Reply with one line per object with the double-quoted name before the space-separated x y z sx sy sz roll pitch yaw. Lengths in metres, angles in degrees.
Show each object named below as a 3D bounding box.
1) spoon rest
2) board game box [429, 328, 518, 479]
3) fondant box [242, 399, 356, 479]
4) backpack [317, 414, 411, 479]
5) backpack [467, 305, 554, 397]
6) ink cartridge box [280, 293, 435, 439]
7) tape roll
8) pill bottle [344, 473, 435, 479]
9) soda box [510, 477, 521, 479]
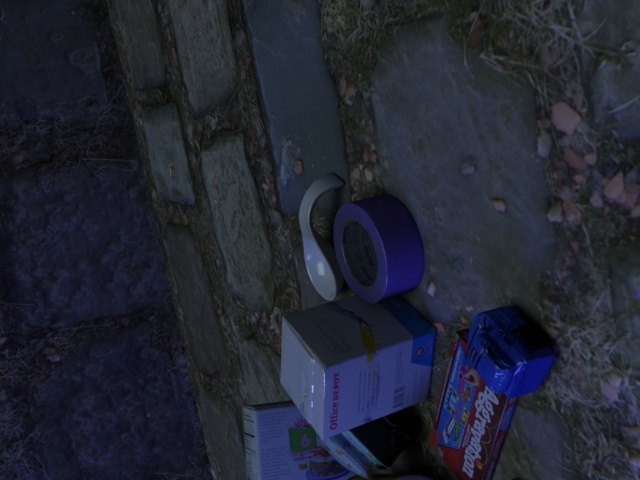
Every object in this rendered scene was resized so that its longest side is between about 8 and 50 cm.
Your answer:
"spoon rest" 0.000 0.000 1.665 0.137 0.084 0.276 40 137 51
"board game box" 0.256 0.300 1.363 0.145 0.027 0.281 48 143 43
"fondant box" -0.036 0.521 1.777 0.096 0.238 0.330 168 99 -67
"backpack" 0.081 0.385 1.600 0.166 0.144 0.188 40 173 6
"backpack" 0.267 0.157 1.178 0.120 0.101 0.098 58 143 40
"ink cartridge box" 0.064 0.217 1.473 0.168 0.233 0.171 44 141 48
"tape roll" 0.103 0.015 1.464 0.189 0.080 0.189 41 138 52
"pill bottle" 0.149 0.541 1.525 0.334 0.188 0.187 -35 72 63
"soda box" 0.319 0.482 1.295 0.063 0.058 0.183 22 122 60
